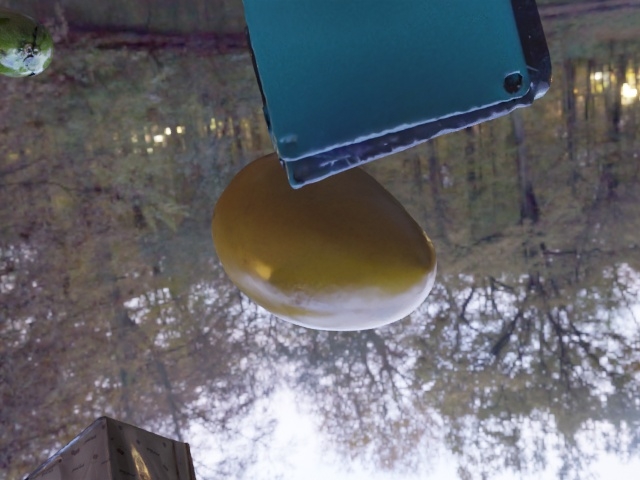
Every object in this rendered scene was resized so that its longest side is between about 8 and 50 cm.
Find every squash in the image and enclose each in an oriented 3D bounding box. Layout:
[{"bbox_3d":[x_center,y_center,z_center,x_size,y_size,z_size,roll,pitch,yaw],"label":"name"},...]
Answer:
[{"bbox_3d":[-0.265,-0.169,0.539,0.052,0.052,0.183,-17,-141,-43],"label":"squash"}]

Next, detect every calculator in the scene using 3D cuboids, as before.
[{"bbox_3d":[0.047,-0.210,0.596,0.248,0.274,0.058,-16,179,14],"label":"calculator"}]

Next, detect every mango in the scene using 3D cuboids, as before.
[{"bbox_3d":[0.000,0.000,1.078,0.300,0.232,0.445,-18,-150,-27],"label":"mango"}]

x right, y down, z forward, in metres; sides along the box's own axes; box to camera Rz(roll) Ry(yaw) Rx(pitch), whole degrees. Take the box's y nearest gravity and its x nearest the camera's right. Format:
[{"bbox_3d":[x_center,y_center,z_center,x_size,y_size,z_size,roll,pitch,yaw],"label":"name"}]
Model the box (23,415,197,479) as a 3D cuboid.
[{"bbox_3d":[-0.316,0.461,1.030,0.225,0.190,0.297,-38,-136,12],"label":"box"}]
